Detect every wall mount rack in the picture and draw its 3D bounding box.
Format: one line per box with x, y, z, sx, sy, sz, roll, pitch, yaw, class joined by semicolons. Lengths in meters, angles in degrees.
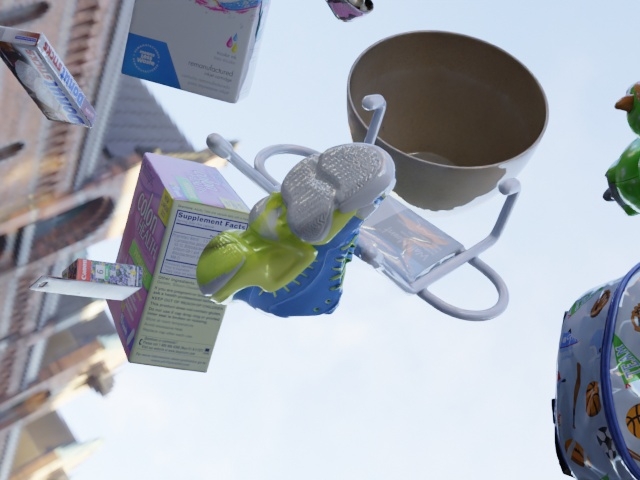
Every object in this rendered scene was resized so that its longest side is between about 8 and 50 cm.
0.045;-0.042;1.126;0.350;0.304;0.130;35;-53;25;wall mount rack

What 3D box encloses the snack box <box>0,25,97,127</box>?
-0.320;-0.188;1.231;0.064;0.022;0.178;11;-21;14;snack box

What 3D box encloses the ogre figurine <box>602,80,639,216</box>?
0.197;-0.047;0.461;0.097;0.118;0.197;61;-3;-23;ogre figurine

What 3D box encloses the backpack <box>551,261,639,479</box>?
0.338;0.131;0.897;0.213;0.263;0.276;112;-18;-64;backpack

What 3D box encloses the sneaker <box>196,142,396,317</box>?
0.000;0.000;0.989;0.240;0.126;0.091;-30;-136;34;sneaker

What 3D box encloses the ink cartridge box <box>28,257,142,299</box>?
-0.268;0.043;1.209;0.063;0.115;0.029;-29;-123;55;ink cartridge box

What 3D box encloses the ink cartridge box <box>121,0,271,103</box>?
-0.121;-0.278;1.141;0.134;0.078;0.231;15;-75;4;ink cartridge box

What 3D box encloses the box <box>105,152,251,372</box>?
-0.207;0.028;1.500;0.213;0.117;0.243;49;-57;61;box

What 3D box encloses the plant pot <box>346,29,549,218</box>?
0.169;-0.141;1.536;0.284;0.284;0.191;43;-32;26;plant pot

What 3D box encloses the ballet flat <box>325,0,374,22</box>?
0.016;-0.412;1.631;0.079;0.221;0.077;-13;-118;28;ballet flat
